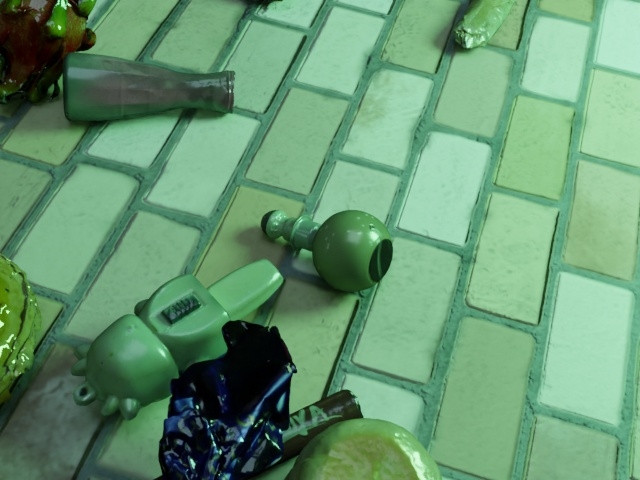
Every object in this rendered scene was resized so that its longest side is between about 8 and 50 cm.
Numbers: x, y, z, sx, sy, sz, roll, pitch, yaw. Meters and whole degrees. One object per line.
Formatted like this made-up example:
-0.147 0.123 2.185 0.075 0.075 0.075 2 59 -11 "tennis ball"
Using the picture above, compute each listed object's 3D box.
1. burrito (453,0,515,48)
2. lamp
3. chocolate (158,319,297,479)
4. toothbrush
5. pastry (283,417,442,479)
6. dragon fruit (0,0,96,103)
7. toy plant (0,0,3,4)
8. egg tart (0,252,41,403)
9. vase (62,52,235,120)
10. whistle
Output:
0.248 -0.341 1.313 0.058 0.045 0.188 21 53 20 "burrito"
0.000 0.000 0.993 0.163 0.091 0.091 18 50 29 "lamp"
-0.095 0.216 0.743 0.148 0.126 0.343 -17 54 26 "chocolate"
-0.119 0.227 0.815 0.364 0.041 0.041 -22 56 -21 "toothbrush"
0.041 0.237 0.791 0.157 0.092 0.156 3 58 -5 "pastry"
-0.368 -0.251 1.143 0.138 0.142 0.174 18 78 -37 "dragon fruit"
-0.549 -0.382 1.172 0.332 0.247 0.247 -15 54 -9 "toy plant"
-0.422 0.079 0.871 0.279 0.095 0.278 2 49 -2 "egg tart"
-0.218 -0.194 1.128 0.214 0.086 0.086 0 51 -12 "vase"
-0.142 0.094 0.888 0.244 0.092 0.110 -34 60 -27 "whistle"
